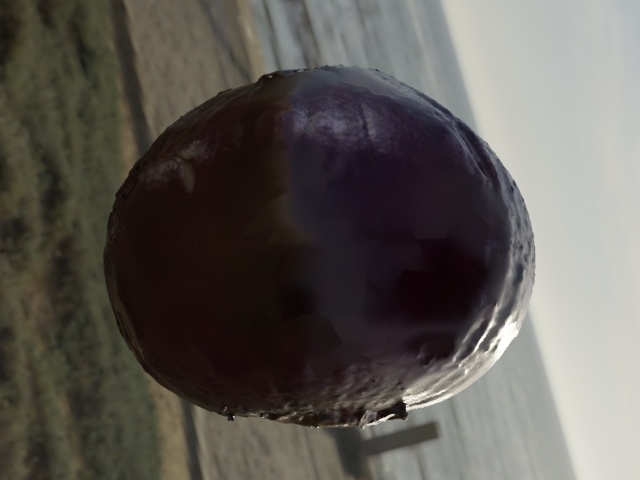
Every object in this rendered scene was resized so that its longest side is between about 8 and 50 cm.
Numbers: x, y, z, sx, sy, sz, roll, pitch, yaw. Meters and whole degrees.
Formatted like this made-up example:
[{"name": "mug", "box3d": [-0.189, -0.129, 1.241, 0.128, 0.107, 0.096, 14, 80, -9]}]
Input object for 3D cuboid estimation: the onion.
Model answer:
[{"name": "onion", "box3d": [0.000, 0.000, 1.138, 0.260, 0.336, 0.282, 74, 20, -80]}]
